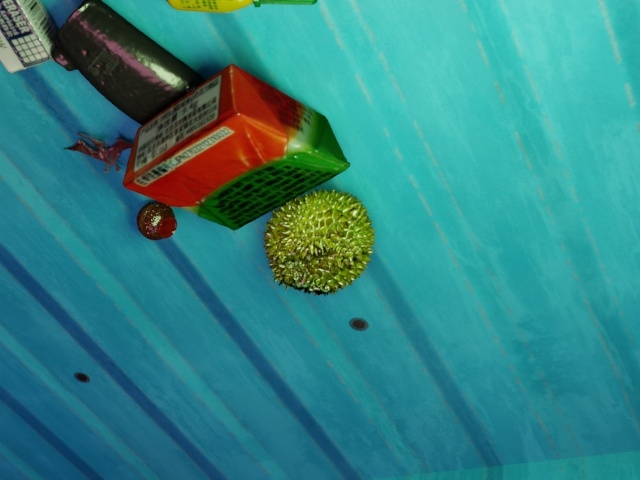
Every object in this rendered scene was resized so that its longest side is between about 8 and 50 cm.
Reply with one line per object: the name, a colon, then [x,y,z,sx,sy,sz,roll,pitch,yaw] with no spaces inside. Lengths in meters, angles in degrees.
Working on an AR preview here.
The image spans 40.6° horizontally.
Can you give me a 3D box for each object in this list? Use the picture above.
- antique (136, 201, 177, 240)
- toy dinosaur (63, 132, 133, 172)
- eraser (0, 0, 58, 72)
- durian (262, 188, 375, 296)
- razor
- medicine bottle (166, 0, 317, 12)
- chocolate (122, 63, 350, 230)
antique: [-0.412,-0.049,2.165,0.104,0.104,0.104,7,135,7]
toy dinosaur: [-0.522,-0.212,2.077,0.220,0.032,0.108,-1,136,18]
eraser: [-0.660,-0.496,1.791,0.130,0.086,0.287,-8,132,18]
durian: [0.001,-0.001,2.018,0.291,0.224,0.291,0,126,0]
razor: [-0.404,-0.364,1.844,0.327,0.107,0.189,37,130,-22]
medicine bottle: [-0.156,-0.491,1.679,0.309,0.076,0.111,6,141,8]
chocolate: [-0.180,-0.190,1.850,0.360,0.161,0.341,-27,148,33]
